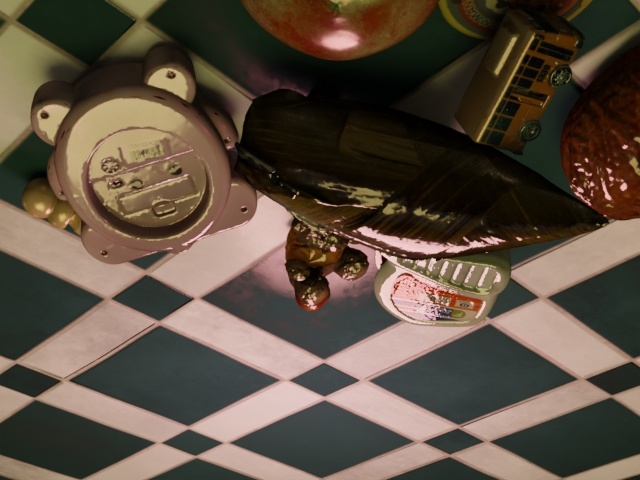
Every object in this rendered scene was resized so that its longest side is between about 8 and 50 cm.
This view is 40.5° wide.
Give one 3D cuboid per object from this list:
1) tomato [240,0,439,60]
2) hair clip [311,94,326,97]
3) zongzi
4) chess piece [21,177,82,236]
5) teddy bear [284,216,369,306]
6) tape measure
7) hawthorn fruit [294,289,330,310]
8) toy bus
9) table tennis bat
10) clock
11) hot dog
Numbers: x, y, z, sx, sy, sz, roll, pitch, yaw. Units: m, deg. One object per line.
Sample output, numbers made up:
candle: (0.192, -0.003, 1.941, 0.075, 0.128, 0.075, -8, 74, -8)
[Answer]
tomato: (0.022, -0.330, 1.001, 0.270, 0.223, 0.270, -2, 140, -2)
hair clip: (-0.022, -0.180, 1.361, 0.054, 0.022, 0.137, 24, 133, -28)
zongzi: (0.113, -0.092, 1.185, 0.403, 0.208, 0.432, 21, 175, -26)
chess piece: (-0.425, -0.051, 1.484, 0.170, 0.094, 0.094, 26, 136, -20)
teddy bear: (0.000, 0.000, 1.526, 0.177, 0.140, 0.190, -30, 146, -34)
tape measure: (0.210, 0.047, 1.584, 0.243, 0.125, 0.246, 11, 139, -4)
hawthorn fruit: (-0.019, 0.098, 1.693, 0.077, 0.077, 0.077, 0, 143, 0)
toy bus: (0.264, -0.219, 1.172, 0.103, 0.091, 0.182, 10, 123, -24)
table tennis bat: (0.293, -0.377, 1.081, 0.224, 0.054, 0.369, 14, 144, -22)
clock: (-0.267, -0.124, 1.324, 0.295, 0.113, 0.322, -17, 132, 2)
hot dog: (0.531, -0.170, 1.266, 0.266, 0.174, 0.387, 21, 147, -22)
